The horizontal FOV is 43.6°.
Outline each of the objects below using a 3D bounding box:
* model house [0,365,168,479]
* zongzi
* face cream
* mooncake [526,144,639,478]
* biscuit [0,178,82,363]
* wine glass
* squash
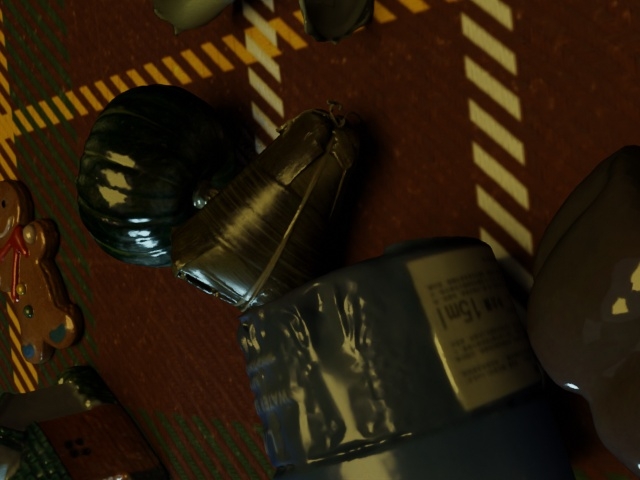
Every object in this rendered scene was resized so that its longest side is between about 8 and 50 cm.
[{"bbox_3d":[-0.413,0.331,1.131,0.271,0.301,0.190,44,114,30],"label":"model house"},{"bbox_3d":[0.000,0.000,0.865,0.248,0.241,0.111,-44,25,10],"label":"zongzi"},{"bbox_3d":[0.068,0.138,0.703,0.249,0.249,0.225,-28,72,40],"label":"face cream"},{"bbox_3d":[0.253,0.056,0.542,0.245,0.245,0.133,53,127,25],"label":"mooncake"},{"bbox_3d":[-0.498,0.046,1.340,0.205,0.049,0.324,-31,72,40],"label":"biscuit"},{"bbox_3d":[-0.065,-0.285,0.856,0.232,0.156,0.156,22,108,35],"label":"wine glass"},{"bbox_3d":[-0.191,-0.073,0.943,0.218,0.172,0.218,-164,90,-83],"label":"squash"}]
